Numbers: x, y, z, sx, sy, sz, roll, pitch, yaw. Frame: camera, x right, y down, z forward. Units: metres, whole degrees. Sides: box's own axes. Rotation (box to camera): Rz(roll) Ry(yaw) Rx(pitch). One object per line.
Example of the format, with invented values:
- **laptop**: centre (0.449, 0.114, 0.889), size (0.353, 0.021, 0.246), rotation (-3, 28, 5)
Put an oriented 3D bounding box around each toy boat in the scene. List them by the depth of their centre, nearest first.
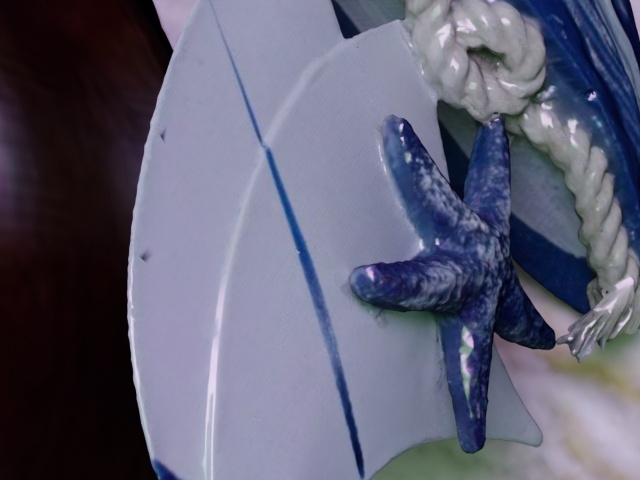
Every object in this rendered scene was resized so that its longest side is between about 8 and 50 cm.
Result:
- **toy boat**: centre (0.023, 0.006, 0.515), size (0.070, 0.210, 0.291), rotation (-17, 58, 45)

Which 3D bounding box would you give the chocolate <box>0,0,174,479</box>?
- **chocolate**: centre (-0.231, 0.010, 0.514), size (0.384, 0.331, 0.383), rotation (-2, 81, 16)
